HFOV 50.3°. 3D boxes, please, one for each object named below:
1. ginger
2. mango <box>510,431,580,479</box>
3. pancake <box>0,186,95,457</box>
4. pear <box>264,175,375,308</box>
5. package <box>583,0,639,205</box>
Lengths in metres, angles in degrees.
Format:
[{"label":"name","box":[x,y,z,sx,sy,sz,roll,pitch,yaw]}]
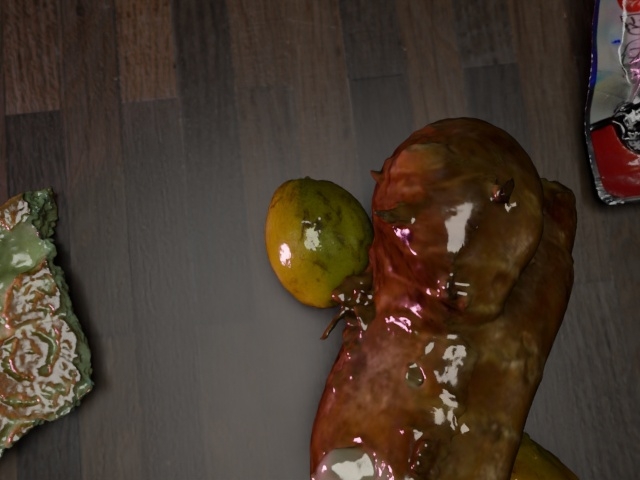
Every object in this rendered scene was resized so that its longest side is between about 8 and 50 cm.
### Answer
[{"label":"ginger","box":[0.092,0.076,0.585,0.176,0.254,0.418,12,70,47]},{"label":"mango","box":[0.208,0.291,0.609,0.156,0.151,0.249,-5,61,-43]},{"label":"pancake","box":[-0.315,0.125,0.673,0.197,0.054,0.376,14,83,4]},{"label":"pear","box":[0.000,0.000,0.665,0.107,0.107,0.131,-8,88,-2]},{"label":"package","box":[0.362,-0.179,0.721,0.194,0.071,0.269,-9,93,1]}]
